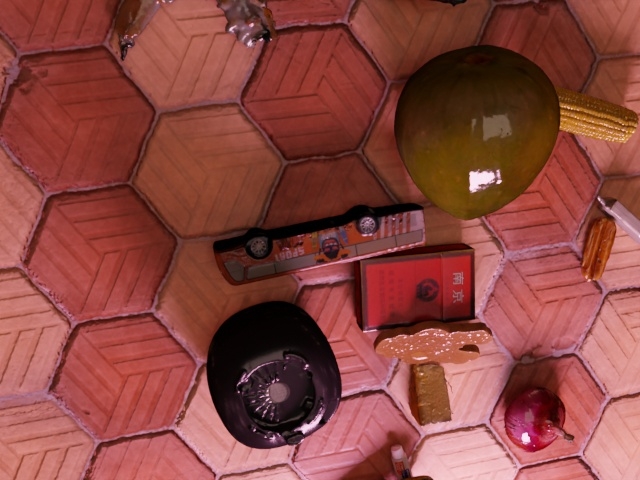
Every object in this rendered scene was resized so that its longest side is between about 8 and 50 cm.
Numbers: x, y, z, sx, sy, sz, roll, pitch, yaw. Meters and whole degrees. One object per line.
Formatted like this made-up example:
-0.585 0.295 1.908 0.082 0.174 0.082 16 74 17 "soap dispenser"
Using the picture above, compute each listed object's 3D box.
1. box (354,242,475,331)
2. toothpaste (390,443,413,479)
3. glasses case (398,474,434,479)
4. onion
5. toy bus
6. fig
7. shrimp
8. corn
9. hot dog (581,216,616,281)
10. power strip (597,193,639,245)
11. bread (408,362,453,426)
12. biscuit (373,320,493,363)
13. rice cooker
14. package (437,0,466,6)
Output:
0.190 0.093 1.419 0.239 0.074 0.153 -5 99 -10 "box"
0.191 0.540 1.532 0.052 0.033 0.218 -17 108 -1 "toothpaste"
0.139 0.559 1.491 0.234 0.064 0.079 -22 109 9 "glasses case"
0.478 0.396 1.499 0.150 0.140 0.150 -9 113 -23 "onion"
0.000 0.000 1.356 0.408 0.093 0.092 -12 105 -7 "toy bus"
0.278 -0.184 1.284 0.316 0.316 0.316 -2 102 -10 "fig"
-0.227 -0.425 1.240 0.287 0.068 0.185 -8 101 -7 "shrimp"
0.513 -0.253 1.405 0.248 0.081 0.081 13 99 -13 "corn"
0.588 0.020 1.496 0.062 0.038 0.144 8 102 -15 "hot dog"
0.651 -0.040 1.490 0.191 0.047 0.030 37 88 -16 "power strip"
0.234 0.318 1.468 0.084 0.080 0.109 -1 103 -12 "bread"
0.225 0.208 1.432 0.236 0.040 0.144 5 135 -11 "biscuit"
-0.087 0.252 1.321 0.267 0.224 0.267 -3 103 -12 "rice cooker"
0.154 -0.507 1.240 0.232 0.040 0.166 13 124 19 "package"
